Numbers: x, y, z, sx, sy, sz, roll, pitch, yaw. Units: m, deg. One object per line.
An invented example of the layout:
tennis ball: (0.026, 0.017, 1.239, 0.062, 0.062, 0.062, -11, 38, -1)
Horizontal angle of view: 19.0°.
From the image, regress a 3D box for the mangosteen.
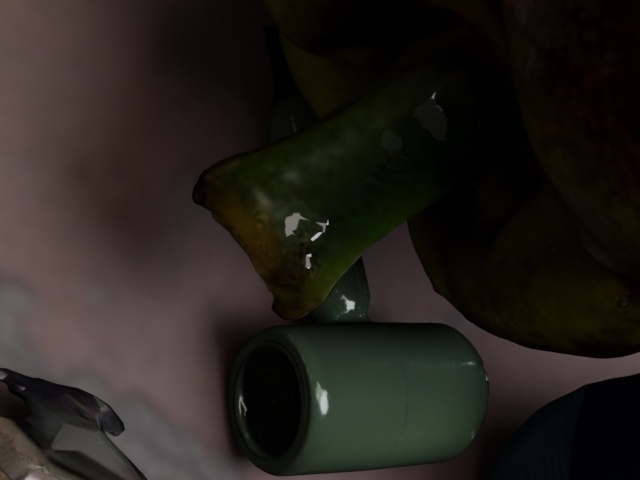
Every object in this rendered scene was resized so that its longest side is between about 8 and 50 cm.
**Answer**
mangosteen: (0.133, -0.103, 0.550, 0.297, 0.297, 0.313, 60, 29, -7)

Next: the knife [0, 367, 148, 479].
knife: (0.019, 0.162, 0.449, 0.365, 0.043, 0.089, 44, 17, 29)

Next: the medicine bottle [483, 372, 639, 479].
medicine bottle: (0.166, 0.094, 0.642, 0.258, 0.124, 0.079, 8, 70, -37)

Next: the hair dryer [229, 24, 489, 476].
hair dryer: (0.000, 0.000, 0.604, 0.071, 0.047, 0.150, 0, 67, -38)
